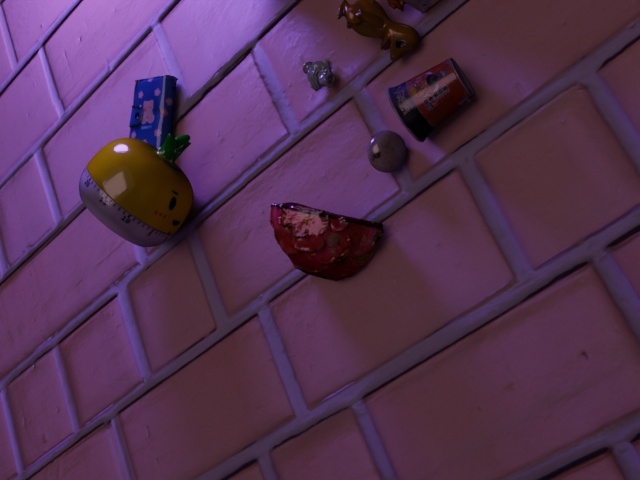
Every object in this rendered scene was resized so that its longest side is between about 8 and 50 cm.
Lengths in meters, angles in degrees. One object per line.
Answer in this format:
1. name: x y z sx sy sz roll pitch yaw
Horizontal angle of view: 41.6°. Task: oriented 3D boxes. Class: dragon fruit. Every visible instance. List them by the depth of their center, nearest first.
1. dragon fruit: 0.000 0.000 1.725 0.261 0.163 0.189 7 115 38

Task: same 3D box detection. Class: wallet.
1. wallet: -0.429 -0.312 2.142 0.141 0.059 0.202 0 84 40

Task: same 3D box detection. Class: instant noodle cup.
1. instant noodle cup: 0.215 -0.275 1.608 0.135 0.127 0.127 -31 65 21

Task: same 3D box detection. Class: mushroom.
1. mushroom: 0.128 -0.177 1.691 0.079 0.085 0.085 170 104 -66

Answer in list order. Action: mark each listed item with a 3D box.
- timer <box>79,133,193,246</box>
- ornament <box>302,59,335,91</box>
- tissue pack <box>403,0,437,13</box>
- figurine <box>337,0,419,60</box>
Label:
1. timer: -0.403 -0.150 1.983 0.285 0.285 0.285 -6 80 37
2. ornament: -0.001 -0.360 1.830 0.092 0.041 0.069 4 80 47
3. tissue pack: 0.217 -0.547 1.619 0.196 0.148 0.092 -37 60 28
4. figurine: 0.134 -0.449 1.707 0.176 0.121 0.122 40 97 16
